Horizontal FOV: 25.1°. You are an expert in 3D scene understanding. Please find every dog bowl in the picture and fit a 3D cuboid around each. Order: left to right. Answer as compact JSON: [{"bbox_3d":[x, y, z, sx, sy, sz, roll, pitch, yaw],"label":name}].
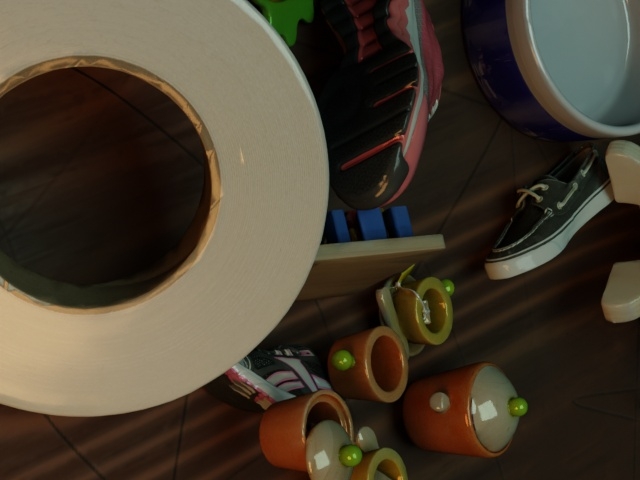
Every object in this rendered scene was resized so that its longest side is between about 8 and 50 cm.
[{"bbox_3d":[0.285,-0.240,1.573,0.265,0.104,0.264,2,86,-35],"label":"dog bowl"}]

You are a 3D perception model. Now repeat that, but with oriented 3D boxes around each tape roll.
[{"bbox_3d":[-0.185,-0.050,1.148,0.392,0.072,0.391,-2,106,-8],"label":"tape roll"}]

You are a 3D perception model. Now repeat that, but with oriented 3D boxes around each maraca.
[{"bbox_3d":[-0.044,-0.273,1.354,0.127,0.099,0.185,-53,138,-37],"label":"maraca"}]

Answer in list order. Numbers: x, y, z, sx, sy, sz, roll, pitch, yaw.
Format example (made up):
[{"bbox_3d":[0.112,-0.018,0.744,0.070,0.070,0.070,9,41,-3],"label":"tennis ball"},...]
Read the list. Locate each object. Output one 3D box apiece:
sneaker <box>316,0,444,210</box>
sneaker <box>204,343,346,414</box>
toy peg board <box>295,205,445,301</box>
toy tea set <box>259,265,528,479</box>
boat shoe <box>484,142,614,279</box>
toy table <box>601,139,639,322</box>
[{"bbox_3d":[0.077,-0.145,1.375,0.136,0.116,0.313,42,38,-40],"label":"sneaker"},{"bbox_3d":[-0.043,0.127,1.360,0.178,0.072,0.077,37,58,-38],"label":"sneaker"},{"bbox_3d":[0.000,0.000,1.341,0.161,0.161,0.079,-5,75,-35],"label":"toy peg board"},{"bbox_3d":[0.087,0.160,1.356,0.336,0.124,0.200,-38,113,-50],"label":"toy tea set"},{"bbox_3d":[0.240,-0.034,1.554,0.219,0.078,0.070,-39,110,-38],"label":"boat shoe"},{"bbox_3d":[0.412,-0.003,1.574,0.274,0.161,0.252,-50,132,-51],"label":"toy table"}]
